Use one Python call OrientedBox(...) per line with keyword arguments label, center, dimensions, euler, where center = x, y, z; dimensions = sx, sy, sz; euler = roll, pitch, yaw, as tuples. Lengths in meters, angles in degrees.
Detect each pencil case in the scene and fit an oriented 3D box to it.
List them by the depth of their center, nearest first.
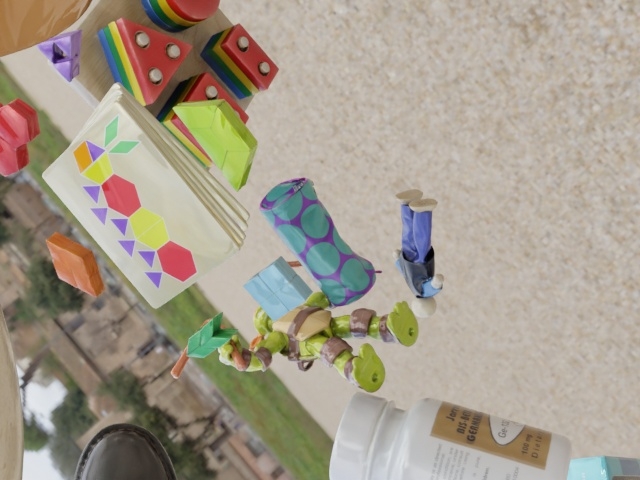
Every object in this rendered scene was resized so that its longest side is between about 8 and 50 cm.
OrientedBox(label="pencil case", center=(0.000, 0.000, 0.997), dimensions=(0.152, 0.070, 0.064), euler=(54, 163, -16))

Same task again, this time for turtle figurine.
OrientedBox(label="turtle figurine", center=(-0.015, 0.109, 0.987), dimensions=(0.217, 0.269, 0.087), euler=(10, 121, 42))

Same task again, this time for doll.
OrientedBox(label="doll", center=(0.141, 0.029, 1.257), dimensions=(0.129, 0.046, 0.189), euler=(40, 141, 56))

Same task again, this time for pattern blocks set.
OrientedBox(label="pattern blocks set", center=(-0.164, -0.038, 0.811), dimensions=(0.285, 0.026, 0.325), euler=(-23, 105, 34))

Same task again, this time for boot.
OrientedBox(label="boot", center=(-0.134, 0.238, 0.591), dimensions=(0.229, 0.091, 0.263), euler=(114, 154, -66))

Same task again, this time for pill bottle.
OrientedBox(label="pill bottle", center=(0.133, 0.236, 0.917), dimensions=(0.229, 0.131, 0.131), euler=(14, 159, 15))

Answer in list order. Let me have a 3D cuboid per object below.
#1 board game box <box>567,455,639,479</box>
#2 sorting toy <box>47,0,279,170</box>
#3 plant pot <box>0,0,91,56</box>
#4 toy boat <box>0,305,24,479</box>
OrientedBox(label="board game box", center=(0.512, 0.539, 1.483), dimensions=(0.253, 0.079, 0.336), euler=(21, -121, -53))
OrientedBox(label="sorting toy", center=(-0.184, -0.242, 1.182), dimensions=(0.089, 0.257, 0.255), euler=(-9, 134, 44))
OrientedBox(label="plant pot", center=(-0.207, -0.217, 0.414), dimensions=(0.291, 0.290, 0.204), euler=(43, 139, 33))
OrientedBox(label="toy boat", center=(-0.258, 0.069, 0.362), dimensions=(0.148, 0.318, 0.268), euler=(-14, -97, -54))
